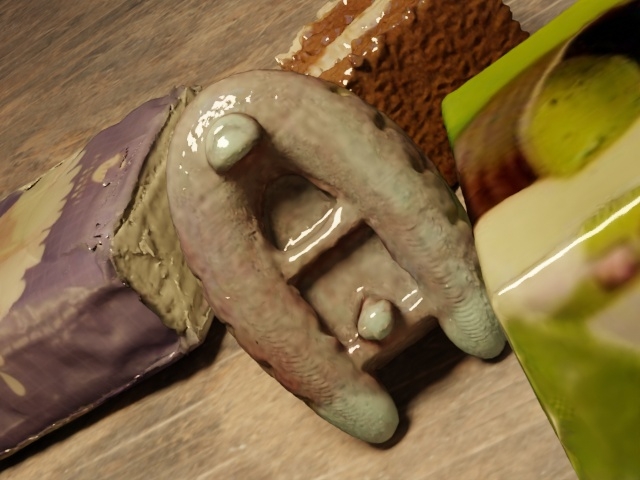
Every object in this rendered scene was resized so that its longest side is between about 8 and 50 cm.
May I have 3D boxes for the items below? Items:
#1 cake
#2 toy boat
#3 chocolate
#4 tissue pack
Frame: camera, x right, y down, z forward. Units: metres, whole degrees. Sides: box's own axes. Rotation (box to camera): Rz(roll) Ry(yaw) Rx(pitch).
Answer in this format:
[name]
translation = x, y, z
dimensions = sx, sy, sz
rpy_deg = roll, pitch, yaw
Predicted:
[cake]
translation = 0.060, -0.120, 1.374
dimensions = 0.135, 0.134, 0.147
rpy_deg = -43, 28, -9
[toy boat]
translation = 0.000, 0.000, 1.137
dimensions = 0.155, 0.227, 0.085
rpy_deg = -38, -9, 8
[chocolate]
translation = 0.206, -0.050, 0.992
dimensions = 0.289, 0.137, 0.301
rpy_deg = -36, 23, 13
[tissue pack]
translation = -0.216, 0.048, 1.526
dimensions = 0.343, 0.125, 0.242
rpy_deg = -30, 25, 31
